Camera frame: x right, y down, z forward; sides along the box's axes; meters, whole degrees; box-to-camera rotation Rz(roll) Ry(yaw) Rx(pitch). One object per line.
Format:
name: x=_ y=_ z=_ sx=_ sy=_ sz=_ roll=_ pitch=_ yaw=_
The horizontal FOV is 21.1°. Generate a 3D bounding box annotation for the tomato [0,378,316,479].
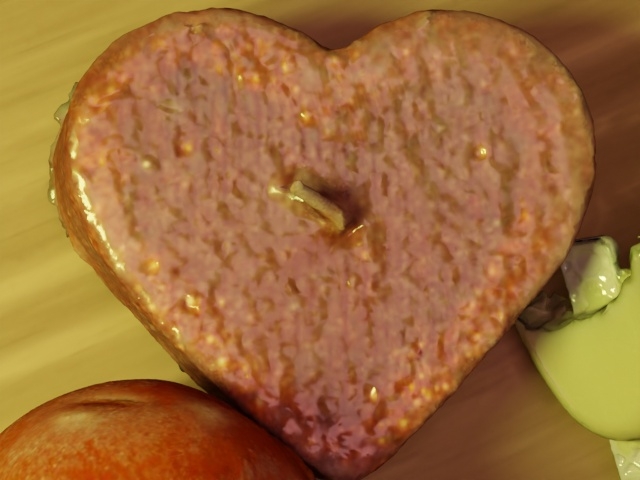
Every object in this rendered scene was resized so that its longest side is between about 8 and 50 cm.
tomato: x=-0.085 y=0.175 z=0.929 sx=0.188 sy=0.232 sz=0.232 roll=-43 pitch=94 yaw=-20

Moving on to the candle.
candle: x=0.000 y=0.000 z=1.009 sx=0.317 sy=0.131 sz=0.287 roll=2 pitch=87 yaw=-10

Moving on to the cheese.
cheese: x=0.194 y=0.104 z=1.054 sx=0.050 sy=0.127 sz=0.235 roll=-30 pitch=104 yaw=-48
